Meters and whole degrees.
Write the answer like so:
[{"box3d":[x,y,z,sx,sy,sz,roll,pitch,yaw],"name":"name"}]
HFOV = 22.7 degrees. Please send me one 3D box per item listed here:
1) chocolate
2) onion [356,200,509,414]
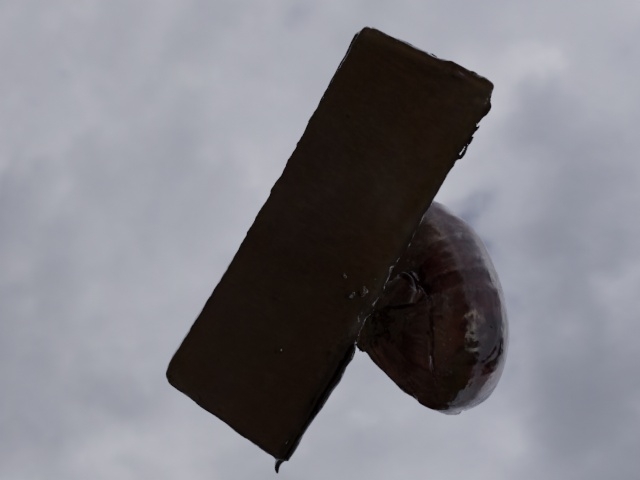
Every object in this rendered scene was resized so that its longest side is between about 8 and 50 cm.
[{"box3d":[0.000,0.000,1.161,0.321,0.112,0.112,-61,-174,5],"name":"chocolate"},{"box3d":[0.098,0.036,1.286,0.206,0.151,0.098,57,-47,32],"name":"onion"}]
